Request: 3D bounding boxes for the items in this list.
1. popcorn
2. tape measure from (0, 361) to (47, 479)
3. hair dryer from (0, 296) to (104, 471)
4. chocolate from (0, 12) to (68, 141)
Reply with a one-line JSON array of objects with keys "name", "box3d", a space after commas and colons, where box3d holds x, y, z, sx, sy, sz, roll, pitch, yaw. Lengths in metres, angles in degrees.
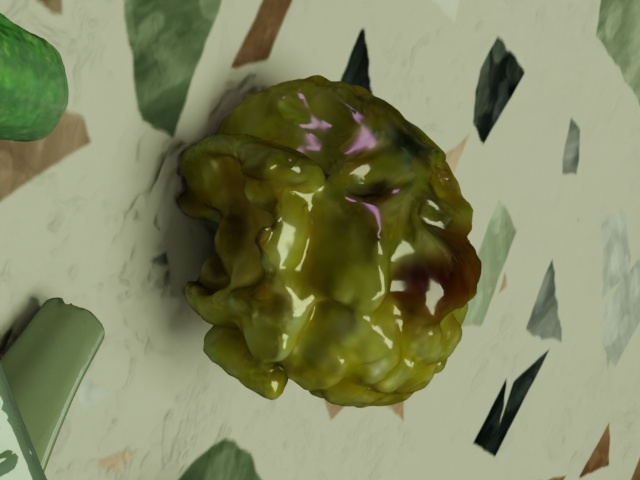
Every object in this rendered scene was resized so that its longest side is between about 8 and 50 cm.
[{"name": "popcorn", "box3d": [0.002, 0.002, 1.101, 0.189, 0.218, 0.169, -8, 157, -39]}, {"name": "tape measure", "box3d": [-0.229, 0.135, 0.786, 0.246, 0.125, 0.243, -25, 100, -28]}, {"name": "hair dryer", "box3d": [-0.174, 0.144, 0.988, 0.225, 0.088, 0.219, 63, 47, -65]}, {"name": "chocolate", "box3d": [-0.219, -0.092, 0.774, 0.291, 0.110, 0.110, 13, 93, -61]}]
